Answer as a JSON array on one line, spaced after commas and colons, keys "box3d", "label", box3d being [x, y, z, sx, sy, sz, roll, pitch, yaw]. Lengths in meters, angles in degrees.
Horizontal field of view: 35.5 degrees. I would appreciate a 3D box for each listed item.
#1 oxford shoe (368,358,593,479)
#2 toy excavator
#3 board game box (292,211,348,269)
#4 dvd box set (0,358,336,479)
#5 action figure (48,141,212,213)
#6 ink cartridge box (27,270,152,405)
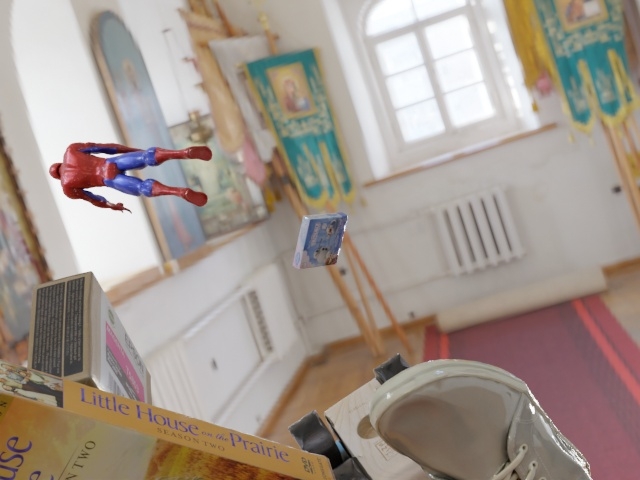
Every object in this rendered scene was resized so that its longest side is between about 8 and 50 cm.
[{"box3d": [0.227, 0.278, 1.247, 0.169, 0.449, 0.130, -36, 41, 18], "label": "oxford shoe"}, {"box3d": [0.195, 0.460, 1.558, 0.222, 0.445, 0.433, -34, 31, -8], "label": "toy excavator"}, {"box3d": [0.000, 0.000, 1.659, 0.090, 0.090, 0.020, -7, 27, -43], "label": "board game box"}, {"box3d": [-0.233, 0.316, 1.111, 0.307, 0.420, 0.062, -58, 27, 18], "label": "dvd box set"}, {"box3d": [-0.249, -0.086, 1.375, 0.280, 0.091, 0.139, 5, -4, 32], "label": "action figure"}, {"box3d": [-0.296, 0.189, 1.313, 0.088, 0.235, 0.193, -16, 43, 3], "label": "ink cartridge box"}]
